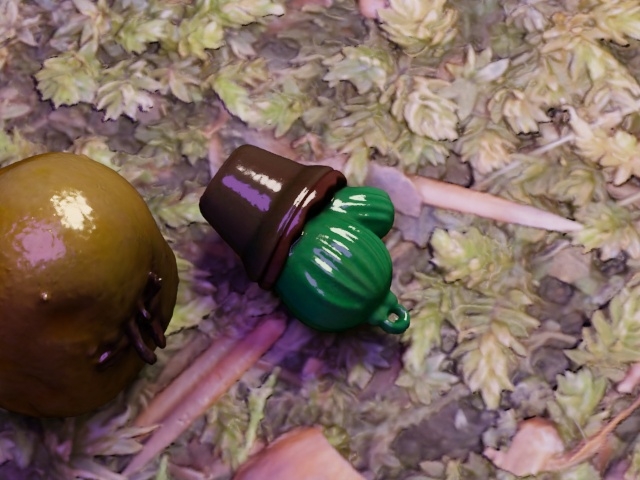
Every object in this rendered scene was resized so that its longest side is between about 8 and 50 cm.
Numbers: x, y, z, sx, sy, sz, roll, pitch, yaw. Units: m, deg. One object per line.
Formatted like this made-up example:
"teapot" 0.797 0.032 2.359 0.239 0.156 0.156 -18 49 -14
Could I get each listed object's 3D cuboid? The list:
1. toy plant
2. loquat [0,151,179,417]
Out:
"toy plant" 0.000 0.000 1.420 0.200 0.105 0.143 36 53 2
"loquat" -0.206 0.029 1.350 0.213 0.213 0.213 -2 61 3
